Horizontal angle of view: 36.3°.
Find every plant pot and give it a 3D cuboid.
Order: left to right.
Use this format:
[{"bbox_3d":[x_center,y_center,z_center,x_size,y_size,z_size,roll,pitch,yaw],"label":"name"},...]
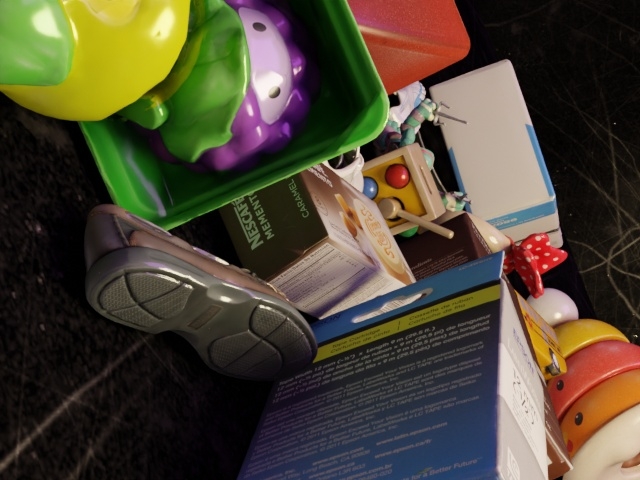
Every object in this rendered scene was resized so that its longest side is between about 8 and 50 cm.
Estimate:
[{"bbox_3d":[-0.036,-0.275,1.085,0.235,0.267,0.267,-17,85,-57],"label":"plant pot"}]

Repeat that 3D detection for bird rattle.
[{"bbox_3d":[0.260,0.021,1.594,0.207,0.143,0.253,34,-8,-14],"label":"bird rattle"}]

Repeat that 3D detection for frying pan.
[{"bbox_3d":[0.184,-0.222,1.830,0.326,0.053,0.197,67,19,0],"label":"frying pan"}]

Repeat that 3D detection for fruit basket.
[{"bbox_3d":[-0.134,-0.201,0.770,0.392,0.282,0.392,-23,90,-87],"label":"fruit basket"}]

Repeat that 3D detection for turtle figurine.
[{"bbox_3d":[0.149,-0.128,1.500,0.234,0.118,0.175,-153,-126,-75],"label":"turtle figurine"}]

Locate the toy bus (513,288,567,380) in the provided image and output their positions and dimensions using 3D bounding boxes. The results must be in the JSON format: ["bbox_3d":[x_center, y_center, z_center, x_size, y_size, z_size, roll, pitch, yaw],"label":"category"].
[{"bbox_3d":[0.345,0.179,1.751,0.332,0.108,0.130,37,36,-54],"label":"toy bus"}]

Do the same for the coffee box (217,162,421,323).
[{"bbox_3d":[0.000,0.000,1.057,0.246,0.098,0.141,32,28,-58],"label":"coffee box"}]

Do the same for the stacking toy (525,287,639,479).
[{"bbox_3d":[0.562,0.289,2.036,0.350,0.350,0.480,46,11,-45],"label":"stacking toy"}]

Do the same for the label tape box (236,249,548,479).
[{"bbox_3d":[0.070,0.167,0.880,0.115,0.249,0.348,61,22,-17],"label":"label tape box"}]

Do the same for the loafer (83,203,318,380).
[{"bbox_3d":[-0.093,0.044,0.830,0.267,0.096,0.084,35,27,-50],"label":"loafer"}]

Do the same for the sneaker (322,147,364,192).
[{"bbox_3d":[0.015,-0.091,1.225,0.258,0.091,0.094,0,69,-68],"label":"sneaker"}]

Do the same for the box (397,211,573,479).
[{"bbox_3d":[0.215,0.152,1.356,0.191,0.143,0.381,54,16,-30],"label":"box"}]

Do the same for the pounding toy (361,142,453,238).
[{"bbox_3d":[0.113,-0.055,1.377,0.141,0.130,0.100,68,21,-1],"label":"pounding toy"}]

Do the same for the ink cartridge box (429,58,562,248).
[{"bbox_3d":[0.357,-0.136,1.935,0.395,0.166,0.286,40,34,-69],"label":"ink cartridge box"}]

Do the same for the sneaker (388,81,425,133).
[{"bbox_3d":[0.138,-0.258,1.737,0.083,0.071,0.191,49,27,-29],"label":"sneaker"}]
